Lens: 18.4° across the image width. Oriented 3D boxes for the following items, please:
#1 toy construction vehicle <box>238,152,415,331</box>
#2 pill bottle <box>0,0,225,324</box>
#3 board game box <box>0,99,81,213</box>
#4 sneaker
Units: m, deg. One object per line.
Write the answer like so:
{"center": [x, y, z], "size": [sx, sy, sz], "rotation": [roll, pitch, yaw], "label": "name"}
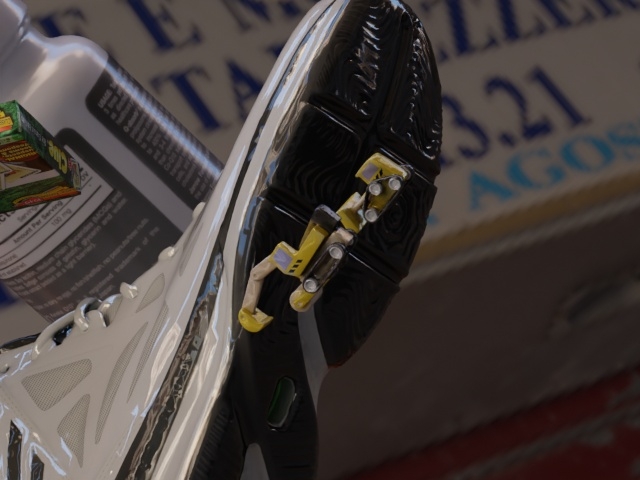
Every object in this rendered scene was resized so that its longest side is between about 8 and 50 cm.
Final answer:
{"center": [0.000, 0.000, 1.047], "size": [0.098, 0.035, 0.086], "rotation": [-53, -3, 30], "label": "toy construction vehicle"}
{"center": [-0.212, -0.046, 1.729], "size": [0.210, 0.210, 0.363], "rotation": [-42, -73, 11], "label": "pill bottle"}
{"center": [-0.300, -0.030, 1.306], "size": [0.260, 0.030, 0.136], "rotation": [-14, -15, 8], "label": "board game box"}
{"center": [-0.101, 0.030, 1.283], "size": [0.169, 0.257, 0.447], "rotation": [33, -106, -51], "label": "sneaker"}
